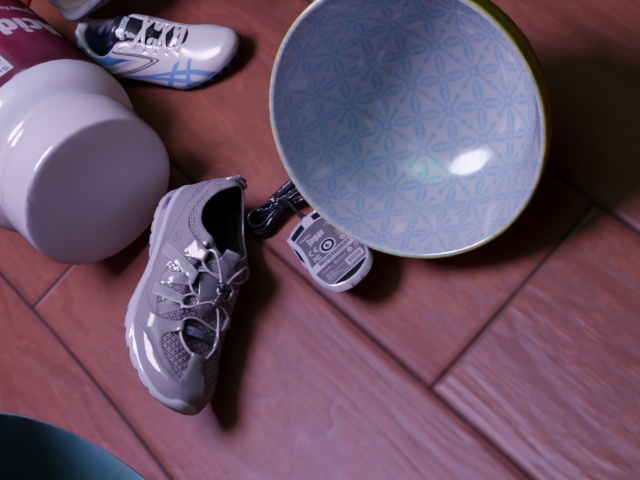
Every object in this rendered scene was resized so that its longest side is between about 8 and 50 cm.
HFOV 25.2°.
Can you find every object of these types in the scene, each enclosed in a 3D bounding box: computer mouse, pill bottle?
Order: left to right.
[{"bbox_3d":[-0.362,-0.147,1.716,0.224,0.224,0.392,-50,51,-2],"label":"pill bottle"},{"bbox_3d":[0.000,0.000,1.530,0.106,0.042,0.193,-40,45,1],"label":"computer mouse"}]

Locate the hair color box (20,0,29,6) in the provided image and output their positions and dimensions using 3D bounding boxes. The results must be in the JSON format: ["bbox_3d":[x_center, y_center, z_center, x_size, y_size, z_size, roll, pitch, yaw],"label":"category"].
[{"bbox_3d":[-0.435,-0.373,2.004,0.072,0.043,0.141,-3,62,32],"label":"hair color box"}]

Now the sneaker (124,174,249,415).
[{"bbox_3d":[-0.133,0.047,1.524,0.115,0.105,0.281,-28,50,40],"label":"sneaker"}]

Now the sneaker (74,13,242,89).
[{"bbox_3d":[-0.204,-0.239,1.760,0.237,0.086,0.085,4,66,32],"label":"sneaker"}]

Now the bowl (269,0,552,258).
[{"bbox_3d":[0.109,-0.141,1.445,0.289,0.289,0.156,-8,17,28],"label":"bowl"}]

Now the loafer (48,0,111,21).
[{"bbox_3d":[-0.316,-0.342,1.829,0.094,0.087,0.251,-35,25,-17],"label":"loafer"}]

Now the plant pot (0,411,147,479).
[{"bbox_3d":[-0.288,0.347,1.365,0.293,0.293,0.235,44,105,40],"label":"plant pot"}]
